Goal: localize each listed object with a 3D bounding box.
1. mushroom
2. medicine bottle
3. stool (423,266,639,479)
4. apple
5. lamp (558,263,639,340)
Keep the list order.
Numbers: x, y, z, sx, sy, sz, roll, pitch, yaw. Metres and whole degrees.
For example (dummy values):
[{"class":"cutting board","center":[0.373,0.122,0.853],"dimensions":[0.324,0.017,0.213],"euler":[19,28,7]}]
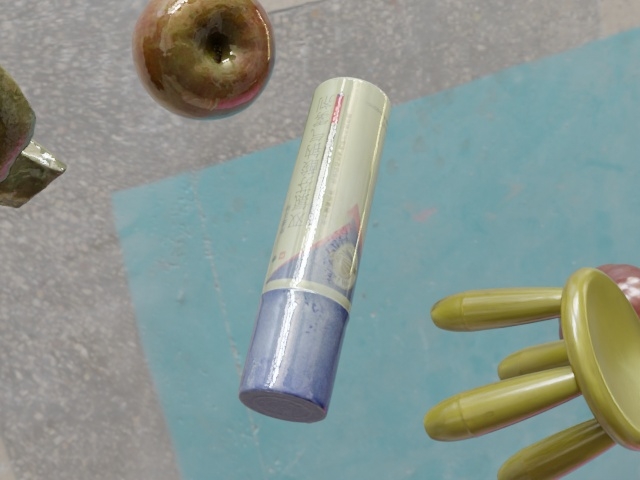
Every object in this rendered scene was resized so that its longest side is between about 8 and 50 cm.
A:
[{"class":"mushroom","center":[-0.483,-0.135,1.062],"dimensions":[0.217,0.212,0.292],"euler":[-44,114,-24]},{"class":"medicine bottle","center":[0.000,0.000,0.563],"dimensions":[0.059,0.059,0.230],"euler":[32,56,-33]},{"class":"stool","center":[0.138,0.084,0.532],"dimensions":[0.134,0.110,0.135],"euler":[-16,82,-56]},{"class":"apple","center":[-0.155,-0.251,1.131],"dimensions":[0.188,0.174,0.188],"euler":[-3,96,-28]},{"class":"lamp","center":[0.254,0.068,0.752],"dimensions":[0.090,0.101,0.101],"euler":[27,85,-18]}]
